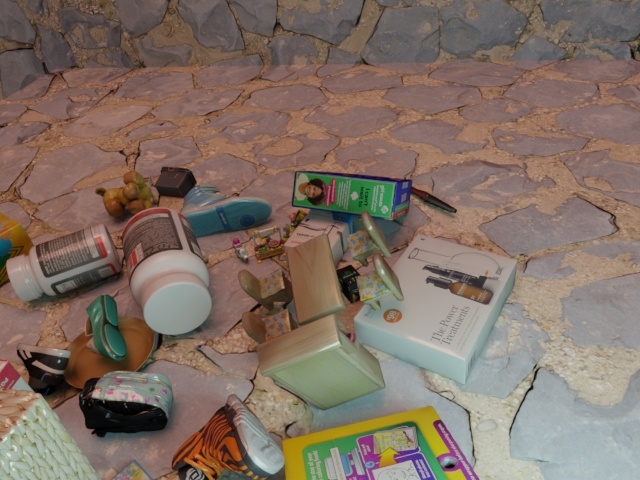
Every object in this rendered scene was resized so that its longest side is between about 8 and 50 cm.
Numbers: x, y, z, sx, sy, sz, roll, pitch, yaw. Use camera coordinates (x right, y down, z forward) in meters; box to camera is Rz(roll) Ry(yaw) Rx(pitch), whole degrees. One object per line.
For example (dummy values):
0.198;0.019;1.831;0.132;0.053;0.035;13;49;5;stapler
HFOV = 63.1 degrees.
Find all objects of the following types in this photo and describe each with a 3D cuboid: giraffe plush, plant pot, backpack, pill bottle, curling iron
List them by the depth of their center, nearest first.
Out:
-0.421;0.357;1.151;0.182;0.152;0.115;3;47;-6;backpack
-0.541;0.292;1.343;0.236;0.032;0.236;-5;39;4;plant pot
-0.429;0.078;1.453;0.210;0.210;0.363;-19;39;-14;pill bottle
-0.762;0.068;1.562;0.283;0.161;0.161;-21;40;-17;pill bottle
0.341;-0.140;1.744;0.068;0.035;0.274;-36;45;-26;curling iron
-0.694;-0.150;1.843;0.171;0.181;0.210;-15;29;3;giraffe plush

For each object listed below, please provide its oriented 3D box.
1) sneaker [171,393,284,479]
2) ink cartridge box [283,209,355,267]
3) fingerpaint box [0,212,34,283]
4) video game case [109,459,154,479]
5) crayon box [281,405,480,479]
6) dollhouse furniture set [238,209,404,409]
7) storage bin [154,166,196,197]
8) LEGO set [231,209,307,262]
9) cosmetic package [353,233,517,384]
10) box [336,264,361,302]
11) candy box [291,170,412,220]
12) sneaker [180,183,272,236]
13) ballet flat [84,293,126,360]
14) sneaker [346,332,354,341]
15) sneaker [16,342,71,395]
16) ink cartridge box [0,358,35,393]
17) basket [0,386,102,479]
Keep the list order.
-0.181;0.417;0.986;0.180;0.124;0.321;-44;7;-14;sneaker
0.000;0.000;1.580;0.148;0.085;0.203;10;40;21;ink cartridge box
-1.205;0.041;1.672;0.445;0.163;0.371;20;46;30;fingerpaint box
-0.405;0.529;1.027;0.119;0.015;0.166;25;49;35;video game case
0.105;0.448;0.874;0.313;0.106;0.363;-13;14;-4;crayon box
-0.017;0.137;1.176;0.362;0.256;0.394;-25;49;15;dollhouse furniture set
-0.553;-0.219;1.959;0.135;0.098;0.091;6;50;17;storage bin
-0.134;-0.033;1.628;0.287;0.107;0.132;-31;44;-28;LEGO set
0.301;0.152;1.329;0.284;0.097;0.377;15;43;30;cosmetic package
0.084;0.118;1.433;0.052;0.062;0.083;-21;40;-18;box
0.108;-0.148;1.640;0.317;0.122;0.268;7;9;19;candy box
-0.328;-0.132;1.776;0.319;0.127;0.208;-9;39;-3;sneaker
-0.557;0.240;1.337;0.087;0.083;0.247;-39;42;0;ballet flat
0.054;0.272;1.261;0.057;0.047;0.119;-7;35;19;sneaker
-0.710;0.324;1.295;0.217;0.079;0.121;-6;67;39;sneaker
-0.713;0.356;1.123;0.172;0.237;0.100;5;42;15;ink cartridge box
-0.624;0.444;0.911;0.328;0.331;0.266;2;37;19;basket
